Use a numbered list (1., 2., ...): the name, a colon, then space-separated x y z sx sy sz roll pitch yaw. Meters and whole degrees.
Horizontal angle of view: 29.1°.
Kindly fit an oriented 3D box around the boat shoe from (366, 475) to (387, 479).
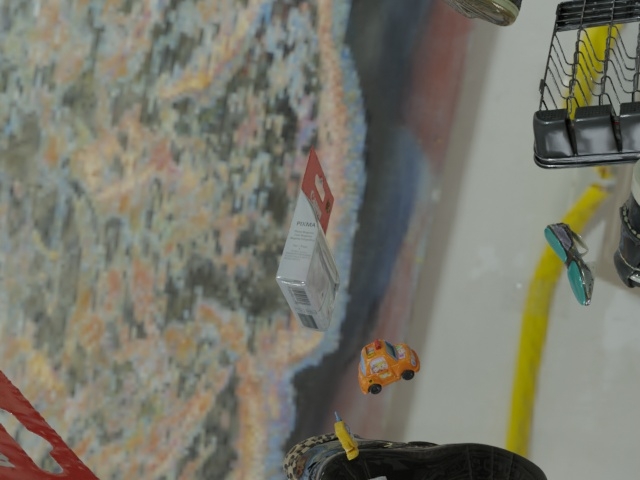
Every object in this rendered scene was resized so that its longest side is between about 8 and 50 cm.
1. boat shoe: 0.073 0.286 1.041 0.184 0.063 0.066 62 175 29

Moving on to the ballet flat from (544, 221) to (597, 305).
1. ballet flat: 0.308 0.024 1.473 0.041 0.041 0.114 -57 46 46

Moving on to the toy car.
1. toy car: 0.048 0.126 1.048 0.040 0.060 0.122 63 -155 -27

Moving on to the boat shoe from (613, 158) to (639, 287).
1. boat shoe: 0.286 -0.006 0.716 0.084 0.233 0.079 -103 15 -56

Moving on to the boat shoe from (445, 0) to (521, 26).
1. boat shoe: 0.182 -0.292 1.386 0.073 0.080 0.223 -57 13 7

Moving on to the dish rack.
1. dish rack: 0.361 -0.205 1.454 0.074 0.208 0.271 67 -150 -41

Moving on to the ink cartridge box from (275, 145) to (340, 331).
1. ink cartridge box: 0.000 0.000 1.907 0.189 0.066 0.232 67 -142 -61

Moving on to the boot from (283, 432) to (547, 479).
1. boot: 0.138 0.377 1.942 0.284 0.378 0.138 167 105 -71

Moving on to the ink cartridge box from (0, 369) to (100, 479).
1. ink cartridge box: -0.328 0.089 0.946 0.308 0.385 0.091 32 95 46
